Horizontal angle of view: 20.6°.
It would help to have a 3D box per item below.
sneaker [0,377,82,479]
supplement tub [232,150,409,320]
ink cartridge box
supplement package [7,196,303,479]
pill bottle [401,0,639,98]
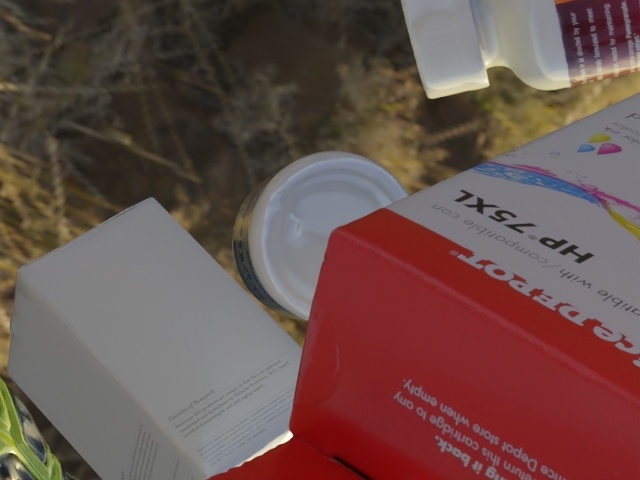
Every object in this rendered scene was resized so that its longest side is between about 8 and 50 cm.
[{"bbox_3d":[-0.170,0.181,0.874,0.145,0.147,0.385,-86,153,-47],"label":"sneaker"},{"bbox_3d":[0.000,0.000,0.748,0.071,0.071,0.107,-65,-174,-5],"label":"supplement tub"},{"bbox_3d":[0.088,0.037,0.527,0.231,0.134,0.078,-25,135,-46],"label":"ink cartridge box"},{"bbox_3d":[-0.148,0.136,1.725,0.175,0.293,0.177,-31,154,-33],"label":"supplement package"},{"bbox_3d":[0.152,-0.147,0.921,0.121,0.221,0.121,-13,90,-83],"label":"pill bottle"}]
